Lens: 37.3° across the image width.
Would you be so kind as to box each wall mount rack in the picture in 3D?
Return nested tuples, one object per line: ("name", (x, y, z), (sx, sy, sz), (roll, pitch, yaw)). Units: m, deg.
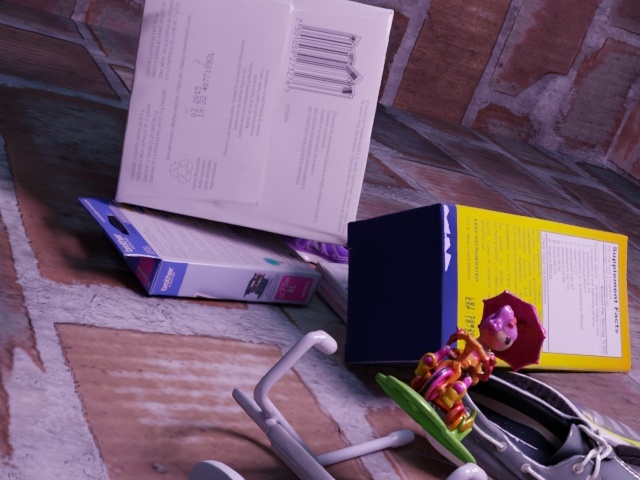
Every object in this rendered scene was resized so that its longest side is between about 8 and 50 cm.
("wall mount rack", (0.079, 0.238, 0.924), (0.350, 0.130, 0.304), (38, -12, 37))

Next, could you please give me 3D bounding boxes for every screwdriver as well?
("screwdriver", (0.194, 0.274, 1.101), (0.169, 0.024, 0.025), (18, -11, 7))

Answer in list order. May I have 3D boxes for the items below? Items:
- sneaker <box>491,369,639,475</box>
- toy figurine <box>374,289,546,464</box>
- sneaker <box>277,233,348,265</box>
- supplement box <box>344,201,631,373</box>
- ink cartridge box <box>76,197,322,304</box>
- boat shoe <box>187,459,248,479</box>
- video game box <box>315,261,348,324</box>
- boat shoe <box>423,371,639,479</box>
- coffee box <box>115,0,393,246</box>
("sneaker", (0.325, 0.257, 1.184), (0.300, 0.111, 0.121), (30, 6, 15))
("toy figurine", (0.148, 0.113, 0.921), (0.130, 0.159, 0.173), (40, -8, 25))
("sneaker", (0.000, 0.000, 1.535), (0.169, 0.071, 0.068), (24, 19, 9))
("supplement box", (0.229, 0.078, 1.280), (0.356, 0.194, 0.195), (8, -12, -34))
("ink cartridge box", (-0.173, 0.015, 1.324), (0.311, 0.065, 0.186), (9, 21, -39))
("boat shoe", (-0.036, 0.259, 0.833), (0.183, 0.065, 0.083), (39, 19, 29))
("video game box", (0.114, 0.102, 1.422), (0.205, 0.048, 0.187), (7, 22, -35))
("boat shoe", (0.269, 0.249, 1.053), (0.319, 0.099, 0.116), (29, 45, 9))
("coffee box", (-0.108, -0.210, 1.439), (0.338, 0.338, 0.334), (10, 9, -8))
